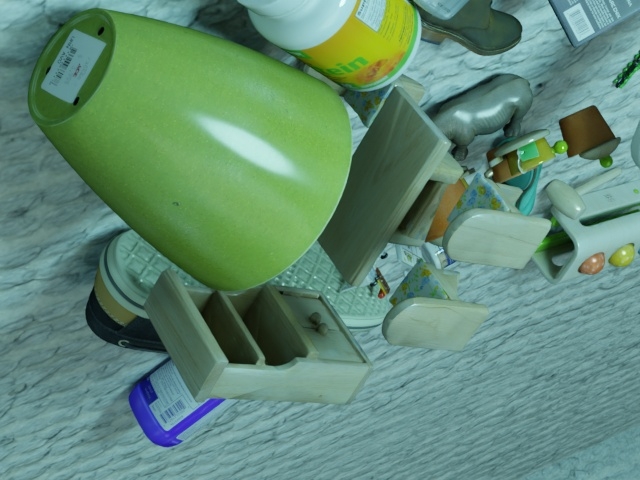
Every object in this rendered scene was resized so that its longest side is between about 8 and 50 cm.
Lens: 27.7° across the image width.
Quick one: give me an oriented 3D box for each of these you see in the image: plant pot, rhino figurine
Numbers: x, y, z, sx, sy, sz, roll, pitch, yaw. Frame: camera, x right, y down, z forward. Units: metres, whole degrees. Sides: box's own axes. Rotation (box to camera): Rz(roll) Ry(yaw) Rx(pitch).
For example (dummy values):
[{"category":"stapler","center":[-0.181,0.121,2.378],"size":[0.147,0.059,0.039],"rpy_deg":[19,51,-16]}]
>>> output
[{"category":"plant pot","center":[-0.163,-0.121,1.417],"size":[0.275,0.274,0.293],"rpy_deg":[-43,136,18]},{"category":"rhino figurine","center":[0.205,-0.169,1.888],"size":[0.243,0.073,0.106],"rpy_deg":[-26,156,-12]}]

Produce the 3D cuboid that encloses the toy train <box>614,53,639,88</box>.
[{"category":"toy train","center":[0.503,-0.277,2.088],"size":[0.024,0.017,0.083],"rpy_deg":[-17,150,-49]}]

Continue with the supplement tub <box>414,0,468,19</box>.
[{"category":"supplement tub","center":[0.171,-0.357,1.496],"size":[0.190,0.117,0.117],"rpy_deg":[-44,151,21]}]

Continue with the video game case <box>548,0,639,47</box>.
[{"category":"video game case","center":[0.395,-0.390,1.621],"size":[0.274,0.026,0.196],"rpy_deg":[-30,116,9]}]

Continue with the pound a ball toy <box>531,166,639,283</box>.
[{"category":"pound a ball toy","center":[0.530,-0.028,2.395],"size":[0.319,0.135,0.208],"rpy_deg":[-14,148,-33]}]

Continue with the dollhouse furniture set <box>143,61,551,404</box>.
[{"category":"dollhouse furniture set","center":[0.000,0.000,1.580],"size":[0.257,0.362,0.394],"rpy_deg":[8,124,-40]}]

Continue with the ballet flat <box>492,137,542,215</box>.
[{"category":"ballet flat","center":[0.323,-0.110,2.122],"size":[0.087,0.083,0.247],"rpy_deg":[-48,160,-25]}]

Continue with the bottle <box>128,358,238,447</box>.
[{"category":"bottle","center":[-0.169,0.208,2.063],"size":[0.283,0.118,0.092],"rpy_deg":[-38,152,9]}]

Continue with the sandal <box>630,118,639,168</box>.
[{"category":"sandal","center":[0.525,-0.283,1.761],"size":[0.169,0.102,0.416],"rpy_deg":[17,108,-38]}]

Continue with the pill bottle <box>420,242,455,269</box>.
[{"category":"pill bottle","center":[0.230,-0.002,2.193],"size":[0.120,0.067,0.067],"rpy_deg":[-28,152,-8]}]

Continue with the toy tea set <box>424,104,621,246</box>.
[{"category":"toy tea set","center":[0.284,-0.080,1.924],"size":[0.336,0.124,0.200],"rpy_deg":[-24,180,26]}]

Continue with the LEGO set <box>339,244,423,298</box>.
[{"category":"LEGO set","center":[0.082,0.004,1.949],"size":[0.060,0.182,0.244],"rpy_deg":[-20,156,25]}]

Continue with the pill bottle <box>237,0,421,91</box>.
[{"category":"pill bottle","center":[0.002,-0.264,1.447],"size":[0.136,0.136,0.246],"rpy_deg":[-41,152,16]}]

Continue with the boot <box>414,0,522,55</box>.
[{"category":"boot","center":[0.205,-0.301,1.663],"size":[0.219,0.082,0.106],"rpy_deg":[-2,143,-42]}]

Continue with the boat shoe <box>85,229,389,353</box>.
[{"category":"boat shoe","center":[-0.113,0.078,1.852],"size":[0.500,0.186,0.156],"rpy_deg":[2,142,-41]}]
